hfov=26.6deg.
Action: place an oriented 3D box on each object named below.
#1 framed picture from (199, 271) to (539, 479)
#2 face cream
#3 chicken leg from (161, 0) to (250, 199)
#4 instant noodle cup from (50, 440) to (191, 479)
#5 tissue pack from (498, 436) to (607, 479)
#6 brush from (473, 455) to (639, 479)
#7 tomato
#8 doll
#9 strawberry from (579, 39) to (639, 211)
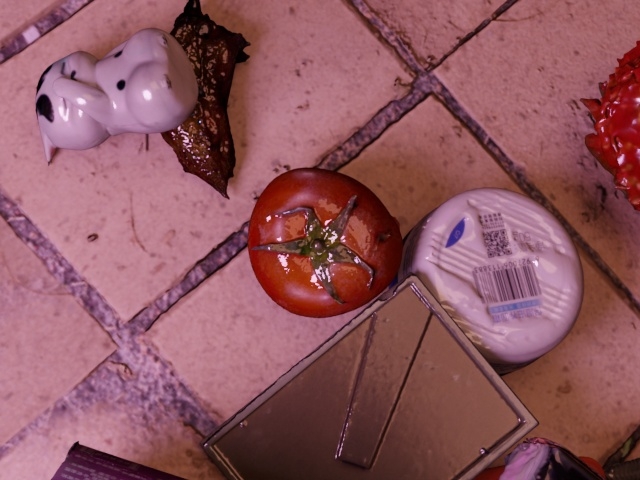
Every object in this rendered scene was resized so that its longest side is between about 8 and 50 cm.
[{"bbox_3d":[0.051,0.202,1.414,0.289,0.020,0.211,-39,87,-4],"label":"framed picture"},{"bbox_3d":[0.188,0.046,1.518,0.206,0.111,0.205,5,70,-15],"label":"face cream"},{"bbox_3d":[-0.134,-0.165,1.511,0.105,0.063,0.233,8,72,-10],"label":"chicken leg"},{"bbox_3d":[-0.158,0.350,1.199,0.266,0.340,0.339,25,66,1],"label":"instant noodle cup"},{"bbox_3d":[0.284,0.385,1.408,0.332,0.123,0.245,37,68,-16],"label":"tissue pack"},{"bbox_3d":[0.235,0.274,1.485,0.323,0.051,0.070,-9,75,-21],"label":"brush"},{"bbox_3d":[0.000,0.000,1.449,0.167,0.167,0.167,6,70,-16],"label":"tomato"},{"bbox_3d":[-0.220,-0.155,1.428,0.181,0.107,0.110,-11,63,10],"label":"doll"},{"bbox_3d":[0.487,-0.152,1.558,0.292,0.343,0.292,18,55,-27],"label":"strawberry"}]
